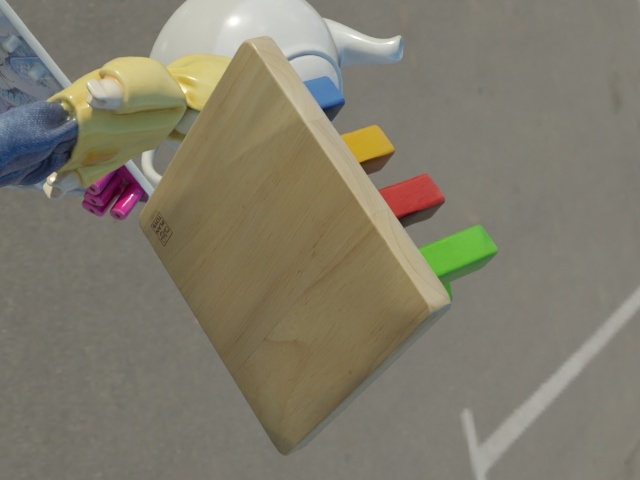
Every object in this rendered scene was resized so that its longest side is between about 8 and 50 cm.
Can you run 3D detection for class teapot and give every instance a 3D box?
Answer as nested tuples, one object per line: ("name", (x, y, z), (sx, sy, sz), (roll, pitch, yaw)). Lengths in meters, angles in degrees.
("teapot", (-0.069, -0.167, 1.394), (0.252, 0.187, 0.256), (8, 114, -50))

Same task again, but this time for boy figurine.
("boy figurine", (-0.178, -0.085, 0.988), (0.285, 0.177, 0.092), (-20, 75, -37))

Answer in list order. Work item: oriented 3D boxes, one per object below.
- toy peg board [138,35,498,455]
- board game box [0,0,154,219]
("toy peg board", (0.000, 0.000, 0.631), (0.079, 0.161, 0.160), (-20, 69, -40))
("board game box", (-0.416, -0.175, 1.318), (0.050, 0.390, 0.390), (-56, 131, -27))
